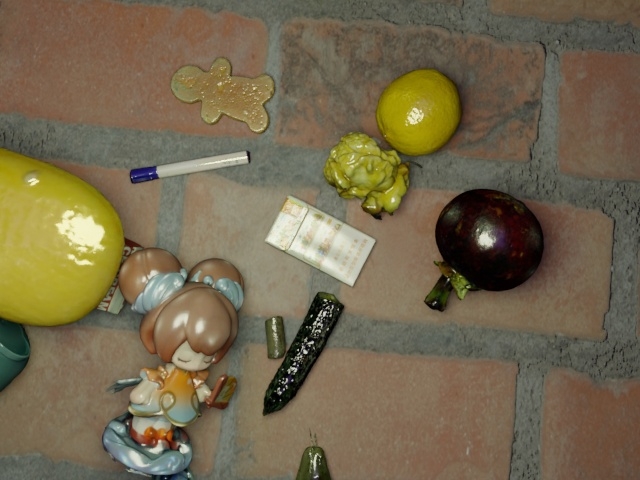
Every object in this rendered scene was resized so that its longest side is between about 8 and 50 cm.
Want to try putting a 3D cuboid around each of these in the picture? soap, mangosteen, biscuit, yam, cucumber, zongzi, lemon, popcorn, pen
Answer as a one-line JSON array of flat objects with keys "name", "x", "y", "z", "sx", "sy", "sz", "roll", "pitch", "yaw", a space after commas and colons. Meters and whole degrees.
[{"name": "soap", "x": -0.589, "y": -0.014, "z": 1.120, "sx": 0.427, "sy": 0.115, "sz": 0.306, "roll": 25, "pitch": 87, "yaw": -7}, {"name": "mangosteen", "x": 0.326, "y": 0.034, "z": 1.241, "sx": 0.231, "sy": 0.231, "sz": 0.289, "roll": 35, "pitch": 92, "yaw": 0}, {"name": "biscuit", "x": -0.221, "y": -0.333, "z": 1.340, "sx": 0.234, "sy": 0.030, "sz": 0.153, "roll": 12, "pitch": 86, "yaw": -1}, {"name": "yam", "x": -0.099, "y": 0.214, "z": 1.308, "sx": 0.043, "sy": 0.043, "sz": 0.094, "roll": -7, "pitch": 86, "yaw": -2}, {"name": "cucumber", "x": -0.043, "y": 0.250, "z": 1.295, "sx": 0.072, "sy": 0.072, "sz": 0.300, "roll": 29, "pitch": 86, "yaw": 0}, {"name": "zongzi", "x": -0.048, "y": 0.500, "z": 1.291, "sx": 0.130, "sy": 0.062, "sz": 0.154, "roll": -17, "pitch": 81, "yaw": 9}, {"name": "lemon", "x": 0.216, "y": -0.278, "z": 1.279, "sx": 0.203, "sy": 0.178, "sz": 0.178, "roll": -38, "pitch": 88, "yaw": -5}, {"name": "popcorn", "x": 0.108, "y": -0.146, "z": 1.272, "sx": 0.195, "sy": 0.168, "sz": 0.174, "roll": 32, "pitch": 66, "yaw": -5}, {"name": "pen", "x": -0.290, "y": -0.165, "z": 1.328, "sx": 0.268, "sy": 0.033, "sz": 0.033, "roll": -10, "pitch": 87, "yaw": -2}]

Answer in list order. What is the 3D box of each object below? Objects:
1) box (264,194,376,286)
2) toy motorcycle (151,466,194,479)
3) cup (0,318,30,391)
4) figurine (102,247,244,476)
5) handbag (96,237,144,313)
[{"name": "box", "x": 0.000, "y": 0.000, "z": 1.327, "sx": 0.220, "sy": 0.032, "sz": 0.122, "roll": 27, "pitch": 87, "yaw": 0}, {"name": "toy motorcycle", "x": -0.272, "y": 0.614, "z": 1.186, "sx": 0.182, "sy": 0.241, "sz": 0.319, "roll": -35, "pitch": 87, "yaw": 3}, {"name": "cup", "x": -0.760, "y": 0.224, "z": 1.217, "sx": 0.257, "sy": 0.219, "sz": 0.290, "roll": -39, "pitch": 57, "yaw": -4}, {"name": "figurine", "x": -0.289, "y": 0.230, "z": 1.196, "sx": 0.248, "sy": 0.276, "sz": 0.388, "roll": 29, "pitch": 102, "yaw": 41}, {"name": "handbag", "x": -0.536, "y": 0.034, "z": 1.260, "sx": 0.298, "sy": 0.151, "sz": 0.171, "roll": 25, "pitch": 89, "yaw": -6}]
